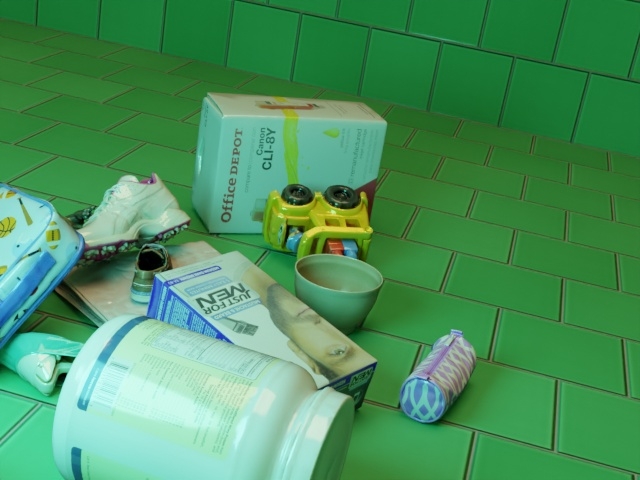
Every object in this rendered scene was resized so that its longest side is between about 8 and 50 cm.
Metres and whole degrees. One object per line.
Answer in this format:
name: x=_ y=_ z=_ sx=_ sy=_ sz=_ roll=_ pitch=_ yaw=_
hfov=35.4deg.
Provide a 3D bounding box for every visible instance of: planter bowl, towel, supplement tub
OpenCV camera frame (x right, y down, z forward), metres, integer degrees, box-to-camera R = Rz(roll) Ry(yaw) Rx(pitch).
planter bowl: x=0.025 y=0.106 z=1.833 sx=0.162 sy=0.109 sz=0.162 roll=9 pitch=21 yaw=-3
towel: x=-0.276 y=0.097 z=1.806 sx=0.331 sy=0.054 sz=0.317 roll=-9 pitch=29 yaw=-38
supplement tub: x=-0.141 y=0.242 z=1.260 sx=0.324 sy=0.236 sz=0.235 roll=16 pitch=23 yaw=14

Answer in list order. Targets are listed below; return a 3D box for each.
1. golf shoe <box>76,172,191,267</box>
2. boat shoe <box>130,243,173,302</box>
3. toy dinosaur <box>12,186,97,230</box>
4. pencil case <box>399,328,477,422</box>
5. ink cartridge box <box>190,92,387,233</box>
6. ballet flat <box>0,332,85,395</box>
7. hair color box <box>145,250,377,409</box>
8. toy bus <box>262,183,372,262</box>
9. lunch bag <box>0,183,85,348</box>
golf shoe: x=-0.372 y=-0.040 z=1.823 sx=0.115 sy=0.140 sz=0.306 roll=-26 pitch=-2 yaw=33
boat shoe: x=-0.294 y=0.043 z=1.773 sx=0.066 sy=0.066 sz=0.183 roll=7 pitch=23 yaw=-6
toy dinosaur: x=-0.452 y=-0.028 z=1.890 sx=0.118 sy=0.064 sz=0.268 roll=8 pitch=-19 yaw=31
pencil case: x=0.198 y=0.222 z=1.653 sx=0.086 sy=0.088 sz=0.206 roll=15 pitch=23 yaw=18
ink cartridge box: x=-0.073 y=-0.166 z=2.237 sx=0.384 sy=0.279 sz=0.160 roll=0 pitch=25 yaw=-21
ballet flat: x=-0.374 y=0.193 z=1.499 sx=0.247 sy=0.083 sz=0.087 roll=6 pitch=36 yaw=-4
hair color box: x=-0.099 y=0.159 z=1.586 sx=0.338 sy=0.110 sz=0.185 roll=37 pitch=35 yaw=29
toy bus: x=0.000 y=0.000 z=2.074 sx=0.220 sy=0.150 sz=0.211 roll=2 pitch=39 yaw=-12
lunch bag: x=-0.515 y=0.062 z=1.525 sx=0.243 sy=0.115 sz=0.303 roll=21 pitch=66 yaw=39
